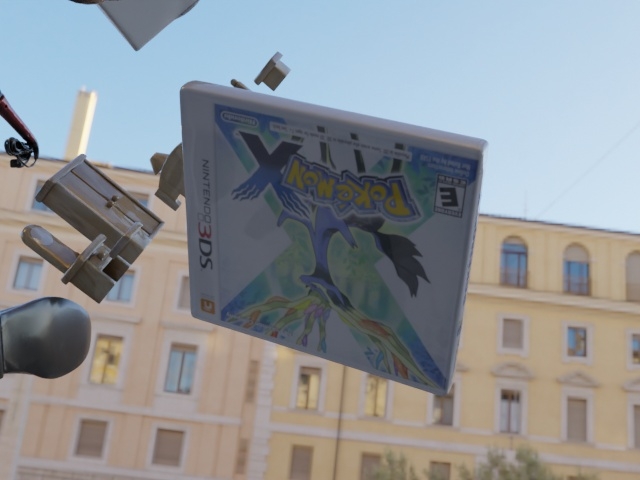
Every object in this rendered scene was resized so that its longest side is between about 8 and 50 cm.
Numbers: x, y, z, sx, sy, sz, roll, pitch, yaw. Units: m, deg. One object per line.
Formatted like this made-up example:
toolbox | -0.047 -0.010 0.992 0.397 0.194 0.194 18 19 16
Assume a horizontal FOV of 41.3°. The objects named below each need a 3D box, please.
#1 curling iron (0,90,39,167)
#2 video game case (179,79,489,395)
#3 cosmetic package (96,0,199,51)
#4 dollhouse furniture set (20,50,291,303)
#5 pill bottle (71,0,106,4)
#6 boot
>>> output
curling iron | -0.501 -0.206 1.315 0.035 0.068 0.274 -4 -35 7
video game case | 0.000 0.000 0.916 0.329 0.036 0.300 15 -57 19
cosmetic package | -0.296 -0.472 1.166 0.217 0.156 0.385 -40 -30 -4
dollhouse furniture set | -0.241 -0.137 1.217 0.174 0.303 0.355 39 -62 -9
pill bottle | -0.169 -0.276 0.717 0.123 0.123 0.219 19 -13 -31
boot | -0.418 0.131 1.118 0.115 0.112 0.305 -1 -1 21
